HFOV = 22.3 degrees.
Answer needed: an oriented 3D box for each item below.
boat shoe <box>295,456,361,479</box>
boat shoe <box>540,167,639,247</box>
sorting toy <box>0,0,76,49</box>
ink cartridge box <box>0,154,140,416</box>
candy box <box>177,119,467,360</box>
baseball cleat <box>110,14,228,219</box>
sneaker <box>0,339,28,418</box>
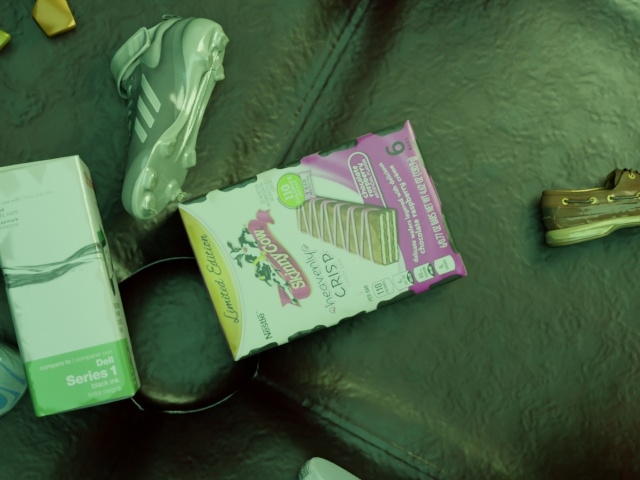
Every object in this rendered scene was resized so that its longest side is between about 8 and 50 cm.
[{"bbox_3d":[0.063,0.296,1.518,0.228,0.080,0.076,34,104,-4],"label":"boat shoe"},{"bbox_3d":[0.296,-0.041,1.545,0.178,0.064,0.060,-14,91,-1],"label":"boat shoe"},{"bbox_3d":[-0.360,-0.314,1.535,0.229,0.041,0.307,-23,90,-8],"label":"sorting toy"},{"bbox_3d":[-0.232,0.040,1.465,0.092,0.160,0.219,-13,89,-5],"label":"ink cartridge box"},{"bbox_3d":[0.000,0.000,1.524,0.233,0.071,0.159,-21,90,-3],"label":"candy box"},{"bbox_3d":[-0.157,-0.116,1.510,0.109,0.072,0.206,12,68,26],"label":"baseball cleat"},{"bbox_3d":[-0.379,0.087,1.493,0.237,0.085,0.086,33,85,0],"label":"sneaker"}]
